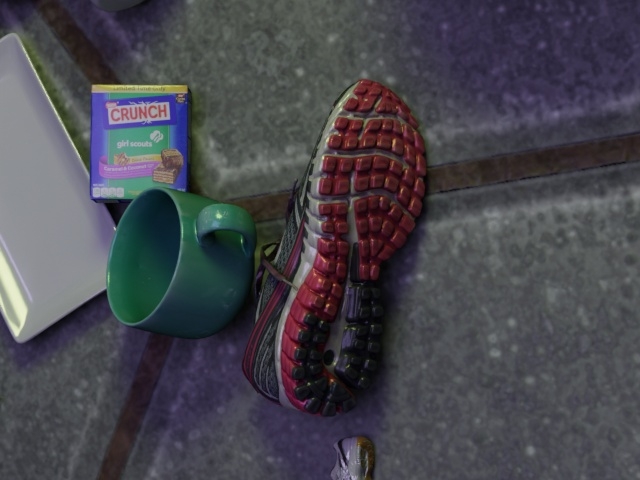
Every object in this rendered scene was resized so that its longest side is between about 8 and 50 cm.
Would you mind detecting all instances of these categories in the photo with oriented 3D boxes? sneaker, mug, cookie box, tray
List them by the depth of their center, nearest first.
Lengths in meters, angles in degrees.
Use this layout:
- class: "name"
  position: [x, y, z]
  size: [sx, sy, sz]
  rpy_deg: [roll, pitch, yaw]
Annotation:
- class: "sneaker"
  position: [0.000, 0.000, 1.721]
  size: [0.112, 0.121, 0.299]
  rpy_deg: [9, 80, 51]
- class: "sneaker"
  position: [0.027, 0.216, 1.738]
  size: [0.037, 0.032, 0.083]
  rpy_deg: [-4, 79, 34]
- class: "mug"
  position: [-0.111, 0.026, 1.744]
  size: [0.157, 0.097, 0.129]
  rpy_deg: [17, 91, 56]
- class: "cookie box"
  position: [-0.166, -0.089, 1.811]
  size: [0.091, 0.040, 0.107]
  rpy_deg: [0, 85, -1]
- class: "tray"
  position: [-0.285, -0.051, 1.874]
  size: [0.145, 0.030, 0.270]
  rpy_deg: [-32, 76, 16]

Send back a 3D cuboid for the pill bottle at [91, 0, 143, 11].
- class: "pill bottle"
  position: [-0.218, -0.318, 1.828]
  size: [0.108, 0.108, 0.193]
  rpy_deg: [-40, 74, 13]
